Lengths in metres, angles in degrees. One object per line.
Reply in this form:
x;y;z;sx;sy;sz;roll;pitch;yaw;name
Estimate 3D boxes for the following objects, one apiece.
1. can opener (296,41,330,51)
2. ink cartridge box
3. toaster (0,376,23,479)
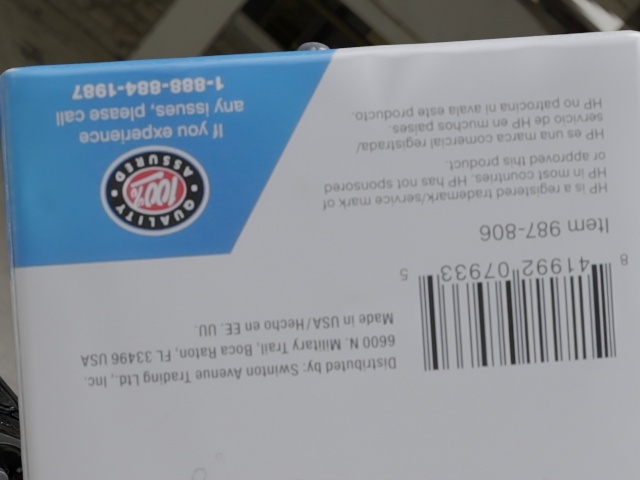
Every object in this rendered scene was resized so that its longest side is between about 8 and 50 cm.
0.000;0.000;0.866;0.076;0.283;0.095;6;-13;-5;can opener
0.012;0.113;0.575;0.285;0.395;0.166;-3;0;-2;ink cartridge box
-0.260;0.105;0.670;0.168;0.110;0.185;33;-2;-39;toaster
